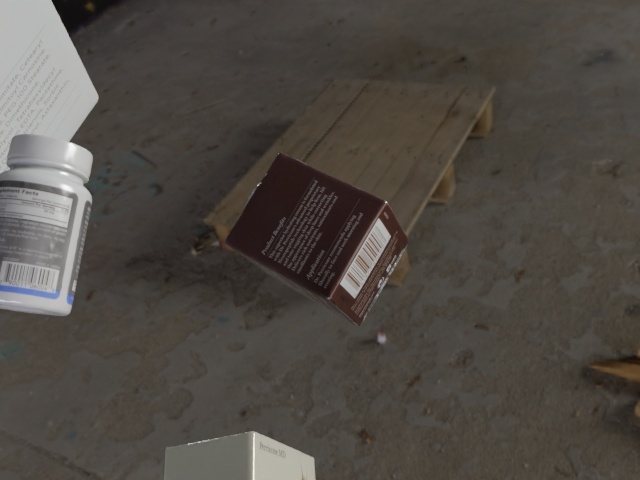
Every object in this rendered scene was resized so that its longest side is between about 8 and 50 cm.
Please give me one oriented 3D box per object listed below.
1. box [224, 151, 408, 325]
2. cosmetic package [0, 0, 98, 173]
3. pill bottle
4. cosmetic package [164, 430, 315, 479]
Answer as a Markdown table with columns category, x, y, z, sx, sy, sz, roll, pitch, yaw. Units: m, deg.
| category | x | y | z | sx | sy | sz | roll | pitch | yaw |
| --- | --- | --- | --- | --- | --- | --- | --- | --- | --- |
| box | 0.000 | 0.000 | 1.066 | 0.203 | 0.167 | 0.169 | 28 | 82 | 26 |
| cosmetic package | -0.498 | -0.191 | 0.719 | 0.329 | 0.394 | 0.328 | 27 | 72 | 6 |
| pill bottle | -0.232 | -0.012 | 0.561 | 0.078 | 0.078 | 0.137 | 2 | 77 | 21 |
| cosmetic package | -0.075 | 0.370 | 0.693 | 0.113 | 0.160 | 0.310 | -15 | 59 | 19 |
